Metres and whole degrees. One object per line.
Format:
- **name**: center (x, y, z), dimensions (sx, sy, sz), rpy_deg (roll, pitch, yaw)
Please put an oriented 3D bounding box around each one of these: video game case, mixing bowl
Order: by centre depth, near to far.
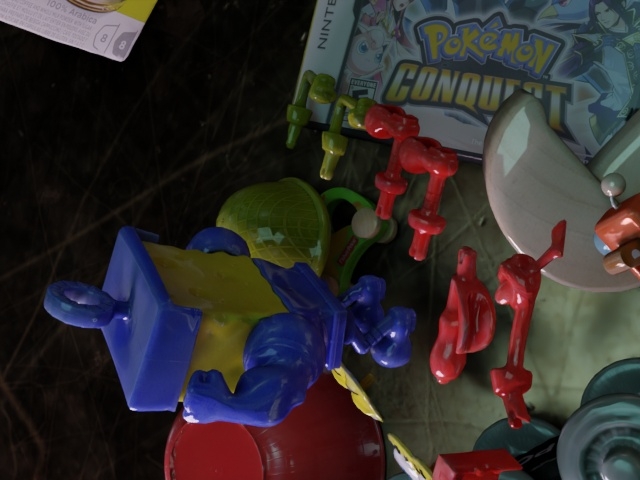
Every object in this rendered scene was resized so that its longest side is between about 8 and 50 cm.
- **video game case**: center (0.120, -0.182, 0.664), dimensions (0.274, 0.035, 0.248), rpy_deg (16, 94, 31)
- **mixing bowl**: center (-0.052, 0.170, 0.700), dimensions (0.181, 0.098, 0.182), rpy_deg (-4, 83, 30)

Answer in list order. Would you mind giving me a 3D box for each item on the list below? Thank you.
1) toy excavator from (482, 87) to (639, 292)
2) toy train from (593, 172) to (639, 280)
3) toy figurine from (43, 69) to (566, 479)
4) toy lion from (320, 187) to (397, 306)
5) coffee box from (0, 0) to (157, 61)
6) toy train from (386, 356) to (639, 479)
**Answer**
- **toy excavator**: center (0.260, -0.227, 0.481), dimensions (0.432, 0.222, 0.445), rpy_deg (-16, 98, 11)
- **toy train**: center (0.198, 0.012, 0.422), dimensions (0.125, 0.046, 0.166), rpy_deg (50, 154, -5)
- **toy figurine**: center (-0.056, 0.007, 0.546), dimensions (0.362, 0.217, 0.191), rpy_deg (-131, 48, -55)
- **toy lion**: center (0.000, 0.000, 0.725), dimensions (0.096, 0.034, 0.100), rpy_deg (42, 107, 34)
- **coffee box**: center (-0.296, -0.409, 0.753), dimensions (0.338, 0.337, 0.334), rpy_deg (40, 105, 27)
- **toy train**: center (0.147, 0.210, 0.566), dimensions (0.334, 0.142, 0.190), rpy_deg (-33, 82, 22)
